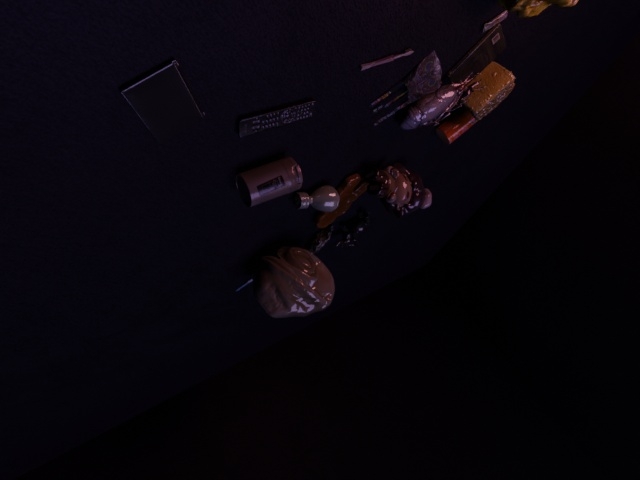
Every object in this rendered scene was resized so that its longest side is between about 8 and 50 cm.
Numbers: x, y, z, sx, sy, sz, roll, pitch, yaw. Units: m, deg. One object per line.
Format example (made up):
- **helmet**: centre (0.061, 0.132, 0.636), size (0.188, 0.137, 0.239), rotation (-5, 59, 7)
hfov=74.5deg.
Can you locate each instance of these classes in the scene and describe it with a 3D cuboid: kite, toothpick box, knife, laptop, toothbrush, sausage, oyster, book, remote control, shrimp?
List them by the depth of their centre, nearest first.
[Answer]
- **laptop**: centre (-0.336, -0.297, 0.918), size (0.129, 0.016, 0.180), rotation (-33, 158, -8)
- **remote control**: centre (-0.117, -0.338, 1.154), size (0.245, 0.025, 0.063), rotation (-24, 155, -28)
- **toothbrush**: centre (0.197, -0.533, 1.236), size (0.194, 0.017, 0.014), rotation (-28, 158, -21)
- **toothpick box**: centre (-0.158, -0.182, 1.300), size (0.181, 0.111, 0.111), rotation (-24, 156, -25)
- **kite**: centre (0.289, -0.497, 1.414), size (0.285, 0.015, 0.152), rotation (-35, 142, 3)
- **shrimp**: centre (0.440, -0.503, 1.533), size (0.343, 0.116, 0.145), rotation (-28, 158, 5)
- **book**: centre (0.569, -0.658, 1.535), size (0.228, 0.024, 0.160), rotation (-43, 156, 19)
- **sausage**: centre (0.646, -0.545, 1.797), size (0.312, 0.093, 0.093), rotation (-39, 159, 7)
- **knife**: centre (-0.355, 0.206, 1.949), size (0.096, 0.010, 0.027), rotation (-35, 160, 3)
- **oyster**: centre (0.000, 0.000, 2.002), size (0.177, 0.064, 0.125), rotation (-46, 174, -2)

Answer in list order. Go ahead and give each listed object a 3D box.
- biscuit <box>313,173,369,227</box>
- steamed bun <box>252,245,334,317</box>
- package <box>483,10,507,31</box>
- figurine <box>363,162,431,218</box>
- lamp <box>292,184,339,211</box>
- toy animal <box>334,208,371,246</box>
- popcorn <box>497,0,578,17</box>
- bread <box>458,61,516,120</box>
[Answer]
- **biscuit**: centre (0.080, -0.167, 1.793), size (0.295, 0.044, 0.186), rotation (-45, 154, 18)
- **steamed bun**: centre (-0.118, 0.159, 1.831), size (0.368, 0.342, 0.255), rotation (-8, 121, -40)
- **package**: centre (0.586, -0.736, 1.411), size (0.110, 0.015, 0.037), rotation (-34, 154, -9)
- **figurine**: centre (0.328, -0.236, 1.802), size (0.206, 0.218, 0.365), rotation (-32, 159, 15)
- **lamp**: centre (-0.013, -0.156, 1.605), size (0.193, 0.106, 0.106), rotation (-9, 147, -33)
- **toy animal**: centre (0.167, -0.047, 2.073), size (0.245, 0.114, 0.146), rotation (-34, 158, -5)
- **popcorn**: centre (0.617, -0.750, 1.168), size (0.252, 0.215, 0.286), rotation (-3, 180, 27)
- **bread**: centre (0.650, -0.589, 1.654), size (0.196, 0.138, 0.102), rotation (-45, 161, 19)
